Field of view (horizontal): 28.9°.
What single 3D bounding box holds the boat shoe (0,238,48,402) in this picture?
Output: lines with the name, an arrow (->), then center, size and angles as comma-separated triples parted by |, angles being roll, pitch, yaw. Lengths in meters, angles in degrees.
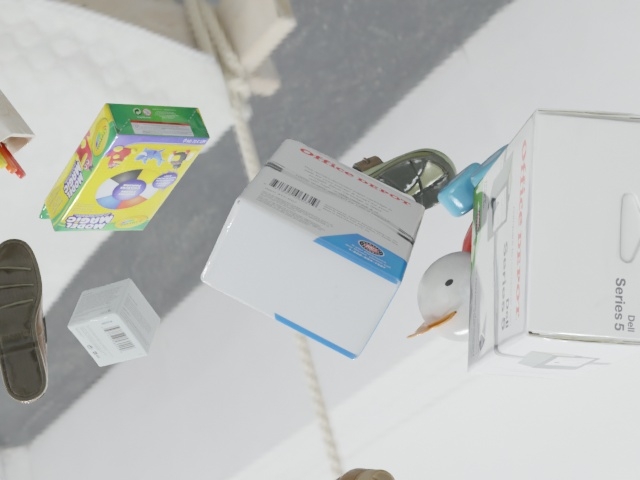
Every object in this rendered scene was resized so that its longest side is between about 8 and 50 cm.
boat shoe -> -0.574, 0.154, 2.345 | 0.111, 0.307, 0.104 | -3, 173, -10

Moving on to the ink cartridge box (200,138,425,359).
ink cartridge box -> 0.000, 0.000, 1.078 | 0.148, 0.203, 0.086 | 27, 111, 1

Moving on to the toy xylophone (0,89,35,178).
toy xylophone -> -0.575, -0.222, 2.072 | 0.081, 0.236, 0.322 | -37, 177, 0

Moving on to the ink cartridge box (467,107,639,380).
ink cartridge box -> 0.215, 0.014, 1.137 | 0.115, 0.198, 0.273 | 4, 167, -3

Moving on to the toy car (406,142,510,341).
toy car -> 0.203, 0.047, 1.522 | 0.238, 0.219, 0.210 | -43, -175, -18

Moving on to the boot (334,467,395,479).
boot -> -0.008, 0.376, 1.421 | 0.090, 0.248, 0.207 | 38, 150, -4

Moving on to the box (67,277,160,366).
box -> -0.333, 0.133, 2.009 | 0.102, 0.087, 0.101 | -15, 127, 24

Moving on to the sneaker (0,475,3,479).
sneaker -> -0.490, 0.392, 1.639 | 0.102, 0.282, 0.161 | -10, -168, 41

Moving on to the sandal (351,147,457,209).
sandal -> 0.100, -0.086, 1.974 | 0.303, 0.086, 0.120 | -14, 124, 40

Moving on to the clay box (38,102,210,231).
clay box -> -0.240, -0.075, 1.493 | 0.127, 0.053, 0.222 | -2, 146, -38
